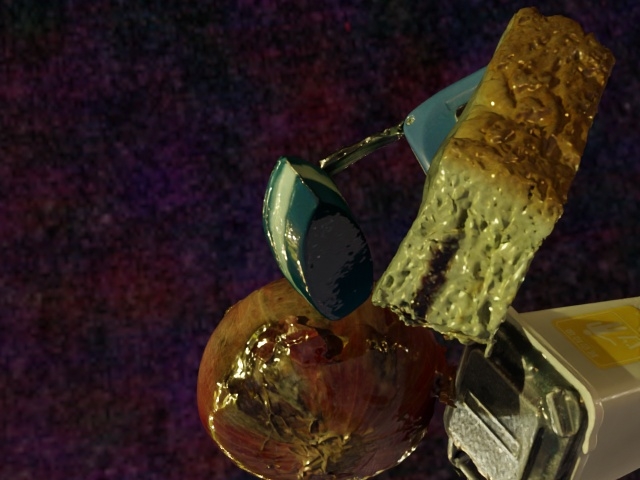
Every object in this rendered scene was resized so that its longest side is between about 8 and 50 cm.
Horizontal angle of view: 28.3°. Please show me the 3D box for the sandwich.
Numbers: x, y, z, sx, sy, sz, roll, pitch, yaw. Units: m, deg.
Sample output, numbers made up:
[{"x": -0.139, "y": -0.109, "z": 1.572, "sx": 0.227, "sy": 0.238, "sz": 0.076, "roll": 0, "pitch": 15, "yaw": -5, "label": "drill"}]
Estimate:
[{"x": 0.163, "y": -0.035, "z": 1.250, "sx": 0.131, "sy": 0.325, "sz": 0.262, "roll": 25, "pitch": 140, "yaw": 5, "label": "sandwich"}]

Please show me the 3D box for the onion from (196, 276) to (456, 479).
[{"x": 0.011, "y": 0.193, "z": 1.726, "sx": 0.354, "sy": 0.353, "sz": 0.353, "roll": -7, "pitch": 152, "yaw": -4, "label": "onion"}]

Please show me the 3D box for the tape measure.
[{"x": 0.172, "y": -0.111, "z": 1.746, "sx": 0.351, "sy": 0.215, "sz": 0.098, "roll": -29, "pitch": 151, "yaw": 5, "label": "tape measure"}]

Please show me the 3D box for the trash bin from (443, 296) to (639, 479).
[{"x": 0.384, "y": 0.237, "z": 1.836, "sx": 0.368, "sy": 0.256, "sz": 0.296, "roll": -12, "pitch": 129, "yaw": -31, "label": "trash bin"}]

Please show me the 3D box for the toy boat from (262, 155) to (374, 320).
[{"x": 0.000, "y": 0.000, "z": 1.315, "sx": 0.096, "sy": 0.061, "sz": 0.299, "roll": -35, "pitch": 154, "yaw": -7, "label": "toy boat"}]
